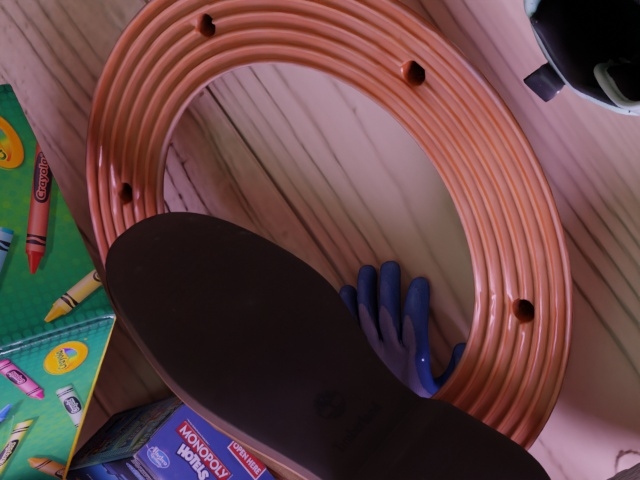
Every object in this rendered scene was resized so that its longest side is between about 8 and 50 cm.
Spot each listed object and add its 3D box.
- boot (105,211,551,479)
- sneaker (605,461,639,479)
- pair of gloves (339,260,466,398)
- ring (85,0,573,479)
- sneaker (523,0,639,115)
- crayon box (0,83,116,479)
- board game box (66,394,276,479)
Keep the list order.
[{"bbox_3d":[-0.007,0.103,1.063,0.305,0.112,0.115,39,151,22],"label":"boot"},{"bbox_3d":[0.260,0.138,0.931,0.321,0.126,0.127,-27,90,41],"label":"sneaker"},{"bbox_3d":[0.008,0.082,1.160,0.198,0.023,0.159,7,118,35],"label":"pair of gloves"},{"bbox_3d":[0.000,0.000,1.090,0.336,0.032,0.336,17,122,30],"label":"ring"},{"bbox_3d":[0.201,-0.056,0.854,0.256,0.151,0.094,39,129,12],"label":"sneaker"},{"bbox_3d":[-0.211,0.050,1.184,0.165,0.081,0.278,63,155,21],"label":"crayon box"},{"bbox_3d":[-0.082,0.175,1.227,0.194,0.060,0.194,52,158,-20],"label":"board game box"}]
